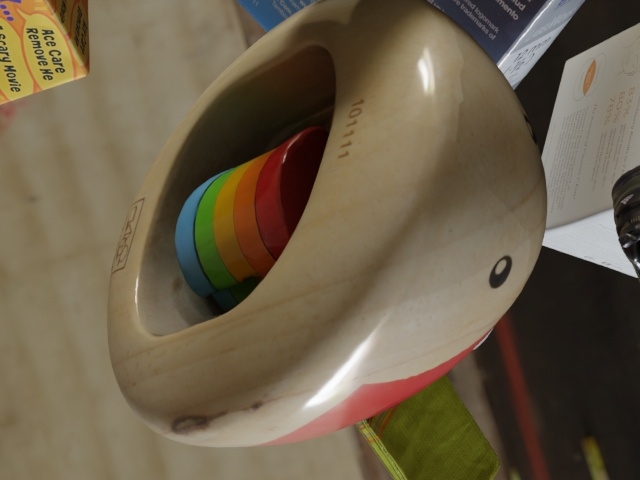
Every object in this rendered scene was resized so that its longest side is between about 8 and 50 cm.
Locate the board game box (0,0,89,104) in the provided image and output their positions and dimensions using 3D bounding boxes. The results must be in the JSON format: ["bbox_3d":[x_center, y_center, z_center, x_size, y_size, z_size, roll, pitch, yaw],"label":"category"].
[{"bbox_3d":[-0.429,-0.322,1.613,0.356,0.356,0.356,63,-166,-45],"label":"board game box"}]

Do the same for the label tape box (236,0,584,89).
[{"bbox_3d":[0.094,-0.252,1.487,0.249,0.115,0.347,47,133,11],"label":"label tape box"}]

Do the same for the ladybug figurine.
[{"bbox_3d":[0.000,0.000,1.272,0.449,0.162,0.305,-17,55,60],"label":"ladybug figurine"}]

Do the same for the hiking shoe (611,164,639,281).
[{"bbox_3d":[0.299,0.049,1.462,0.227,0.086,0.114,41,-142,-15],"label":"hiking shoe"}]

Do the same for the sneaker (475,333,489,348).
[{"bbox_3d":[-0.015,0.063,1.732,0.150,0.366,0.135,-59,34,24],"label":"sneaker"}]

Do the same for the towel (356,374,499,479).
[{"bbox_3d":[0.087,0.156,1.652,0.021,0.102,0.237,11,144,44],"label":"towel"}]

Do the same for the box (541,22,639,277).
[{"bbox_3d":[0.368,-0.098,1.944,0.345,0.168,0.215,157,130,-72],"label":"box"}]
